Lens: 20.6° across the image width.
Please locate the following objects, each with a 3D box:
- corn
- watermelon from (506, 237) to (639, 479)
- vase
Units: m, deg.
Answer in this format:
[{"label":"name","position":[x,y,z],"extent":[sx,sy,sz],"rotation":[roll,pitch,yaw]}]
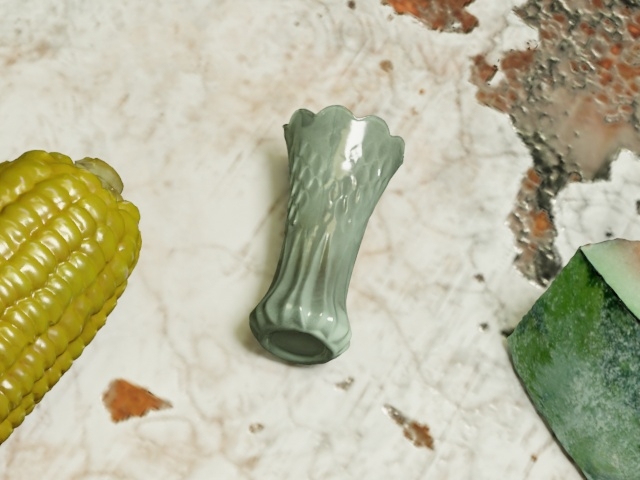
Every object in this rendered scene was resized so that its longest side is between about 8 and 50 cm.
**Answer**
[{"label":"corn","position":[-0.222,0.085,0.943],"extent":[0.120,0.120,0.363],"rotation":[34,59,5]},{"label":"watermelon","position":[0.276,0.072,1.095],"extent":[0.256,0.140,0.193],"rotation":[-19,63,-34]},{"label":"vase","position":[0.000,0.000,1.078],"extent":[0.081,0.081,0.149],"rotation":[17,63,-6]}]
